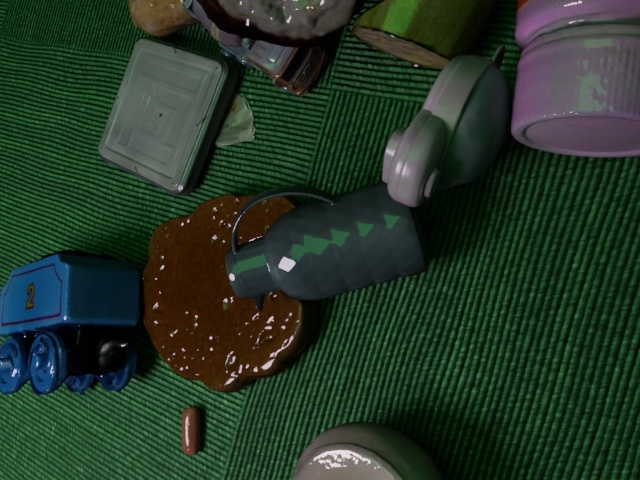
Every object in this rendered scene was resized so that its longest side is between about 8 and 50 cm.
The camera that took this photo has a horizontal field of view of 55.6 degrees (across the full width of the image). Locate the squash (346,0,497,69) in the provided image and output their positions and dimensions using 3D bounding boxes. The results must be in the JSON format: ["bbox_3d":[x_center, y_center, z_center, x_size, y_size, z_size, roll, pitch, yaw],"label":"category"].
[{"bbox_3d":[0.172,-0.390,0.871,0.189,0.189,0.260,28,102,29],"label":"squash"}]

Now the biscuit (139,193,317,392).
[{"bbox_3d":[-0.157,0.074,1.054,0.381,0.074,0.359,-39,68,16],"label":"biscuit"}]

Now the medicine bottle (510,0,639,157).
[{"bbox_3d":[0.354,-0.311,0.741,0.219,0.219,0.388,8,87,29],"label":"medicine bottle"}]

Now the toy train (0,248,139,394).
[{"bbox_3d":[-0.472,0.155,1.137,0.300,0.188,0.265,-14,73,40],"label":"toy train"}]

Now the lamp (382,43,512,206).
[{"bbox_3d":[0.178,-0.136,0.793,0.108,0.179,0.246,29,58,25],"label":"lamp"}]

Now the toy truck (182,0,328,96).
[{"bbox_3d":[-0.121,-0.357,1.053,0.257,0.140,0.108,38,101,27],"label":"toy truck"}]

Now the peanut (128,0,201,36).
[{"bbox_3d":[-0.284,-0.469,1.169,0.224,0.129,0.129,-8,79,29],"label":"peanut"}]

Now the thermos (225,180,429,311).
[{"bbox_3d":[0.000,0.000,0.878,0.287,0.145,0.182,-15,116,5],"label":"thermos"}]

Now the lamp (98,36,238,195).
[{"bbox_3d":[-0.305,-0.247,1.184,0.269,0.047,0.266,24,96,31],"label":"lamp"}]

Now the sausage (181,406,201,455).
[{"bbox_3d":[-0.230,0.338,1.079,0.034,0.034,0.083,-5,82,28],"label":"sausage"}]

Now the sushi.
[{"bbox_3d":[-0.034,-0.458,0.888,0.299,0.281,0.294,-49,16,43],"label":"sushi"}]

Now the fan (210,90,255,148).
[{"bbox_3d":[-0.215,-0.239,1.165,0.240,0.009,0.131,17,89,30],"label":"fan"}]

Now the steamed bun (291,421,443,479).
[{"bbox_3d":[0.075,0.363,0.844,0.232,0.145,0.231,3,95,31],"label":"steamed bun"}]
